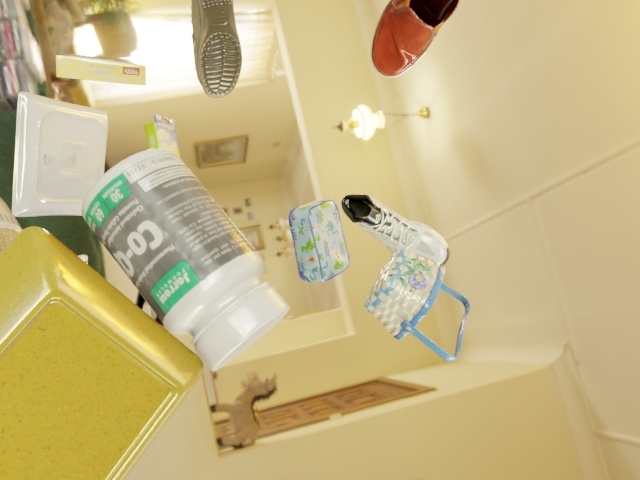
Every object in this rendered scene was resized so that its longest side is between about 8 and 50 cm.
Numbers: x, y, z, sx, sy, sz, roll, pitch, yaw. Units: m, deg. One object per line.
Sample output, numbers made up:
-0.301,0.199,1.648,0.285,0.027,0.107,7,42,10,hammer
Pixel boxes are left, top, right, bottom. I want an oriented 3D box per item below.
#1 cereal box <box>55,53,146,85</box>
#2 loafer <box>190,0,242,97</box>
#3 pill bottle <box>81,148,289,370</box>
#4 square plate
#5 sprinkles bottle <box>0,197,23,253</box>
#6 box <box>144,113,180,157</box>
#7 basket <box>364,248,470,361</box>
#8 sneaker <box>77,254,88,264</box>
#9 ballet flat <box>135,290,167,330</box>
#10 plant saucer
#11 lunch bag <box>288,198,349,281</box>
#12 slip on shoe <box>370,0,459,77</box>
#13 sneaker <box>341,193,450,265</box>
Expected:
-0.476,-0.378,1.227,0.240,0.173,0.047,-137,-129,-63,cereal box
-0.233,-0.453,1.231,0.092,0.102,0.268,-138,-133,-57,loafer
-0.230,0.033,0.981,0.361,0.204,0.204,49,-18,9,pill bottle
-0.763,-0.243,1.685,0.344,0.049,0.347,-9,106,-71,square plate
-0.659,-0.024,1.093,0.355,0.121,0.121,40,-34,34,sprinkles bottle
-0.446,-0.261,1.595,0.109,0.042,0.178,-6,86,-73,box
0.287,0.181,1.582,0.201,0.289,0.255,-50,-174,38,basket
-0.699,0.070,1.594,0.032,0.083,0.037,18,52,-66,sneaker
-0.367,0.118,1.267,0.106,0.107,0.316,-53,155,-85,ballet flat
-0.330,0.210,0.685,0.081,0.333,0.333,9,-34,49,plant saucer
0.000,0.000,1.564,0.090,0.176,0.219,-6,-77,34,lunch bag
0.190,-0.436,1.077,0.331,0.123,0.101,-45,-165,53,slip on shoe
0.255,-0.033,2.066,0.447,0.169,0.257,32,10,21,sneaker
